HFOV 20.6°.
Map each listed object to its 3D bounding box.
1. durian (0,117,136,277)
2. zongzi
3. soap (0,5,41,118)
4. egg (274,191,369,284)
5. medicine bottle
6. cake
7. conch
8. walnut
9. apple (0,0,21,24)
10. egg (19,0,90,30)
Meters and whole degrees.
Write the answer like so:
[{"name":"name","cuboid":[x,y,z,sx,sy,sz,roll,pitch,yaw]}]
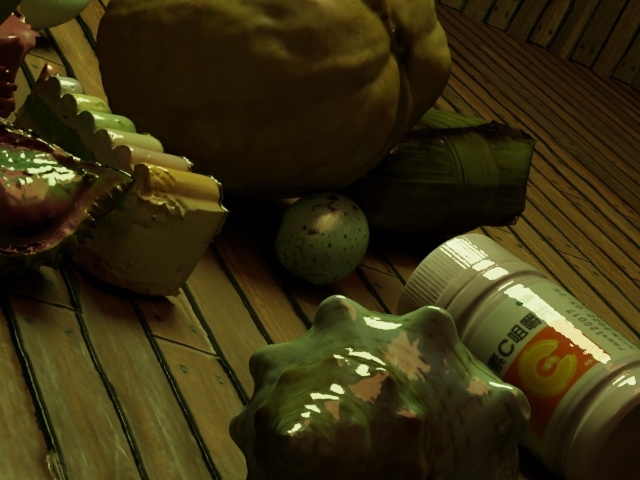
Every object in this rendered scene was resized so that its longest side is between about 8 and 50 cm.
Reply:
[{"name":"durian","cuboid":[-0.249,-0.019,1.312,0.187,0.119,0.108,22,53,-6]},{"name":"zongzi","cuboid":[0.050,-0.094,1.978,0.300,0.138,0.286,22,17,39]},{"name":"soap","cuboid":[-0.372,-0.196,1.606,0.182,0.112,0.289,9,24,-35]},{"name":"egg","cuboid":[0.000,0.000,1.638,0.085,0.085,0.110,28,34,4]},{"name":"medicine bottle","cuboid":[0.189,0.107,1.519,0.133,0.133,0.250,11,24,-46]},{"name":"cake","cuboid":[-0.192,-0.051,1.432,0.225,0.109,0.090,35,18,25]},{"name":"conch","cuboid":[0.068,0.133,1.190,0.386,0.169,0.203,0,56,-55]},{"name":"walnut","cuboid":[-0.058,-0.179,1.725,0.344,0.306,0.306,8,3,34]},{"name":"apple","cuboid":[-0.367,-0.270,1.359,0.305,0.338,0.338,63,25,9]},{"name":"egg","cuboid":[-0.339,-0.306,1.928,0.209,0.151,0.151,16,19,-37]}]
